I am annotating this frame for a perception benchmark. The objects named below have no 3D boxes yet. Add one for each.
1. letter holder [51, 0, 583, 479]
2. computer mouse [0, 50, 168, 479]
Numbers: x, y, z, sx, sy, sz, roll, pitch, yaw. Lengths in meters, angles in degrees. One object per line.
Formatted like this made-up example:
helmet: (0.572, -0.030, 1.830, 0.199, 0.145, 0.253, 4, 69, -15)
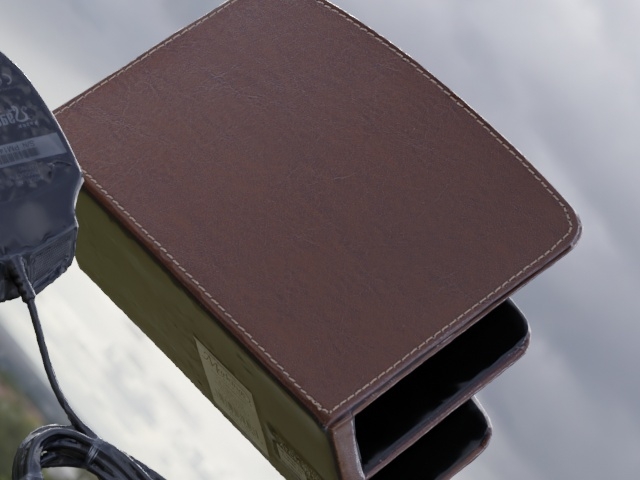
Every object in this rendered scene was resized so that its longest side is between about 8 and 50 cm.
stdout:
letter holder: (0.000, 0.000, 1.215, 0.302, 0.214, 0.152, 42, -20, 32)
computer mouse: (-0.100, 0.030, 0.656, 0.041, 0.071, 0.242, -47, -118, 50)
